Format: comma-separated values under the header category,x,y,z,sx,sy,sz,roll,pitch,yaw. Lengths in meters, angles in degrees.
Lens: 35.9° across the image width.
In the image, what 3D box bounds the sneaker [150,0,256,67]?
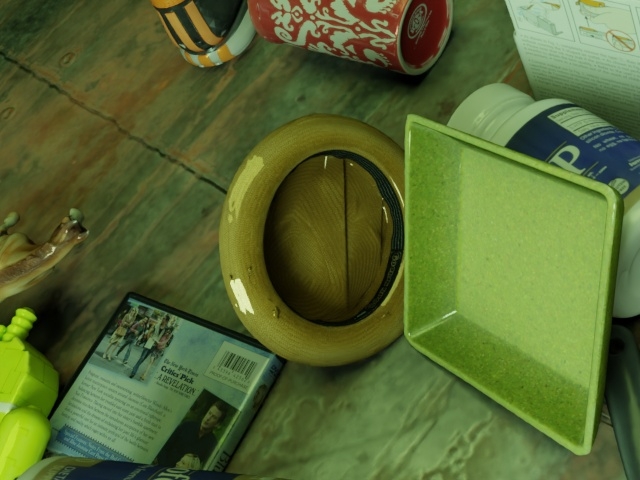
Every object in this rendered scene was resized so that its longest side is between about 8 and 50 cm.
category,x,y,z,sx,sy,sz,roll,pitch,yaw
sneaker,-0.116,-0.357,1.045,0.125,0.180,0.321,-8,55,21

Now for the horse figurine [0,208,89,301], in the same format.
category,x,y,z,sx,sy,sz,roll,pitch,yaw
horse figurine,-0.325,0.032,0.900,0.263,0.066,0.174,-23,22,-4

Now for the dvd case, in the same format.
category,x,y,z,sx,sy,sz,roll,pitch,yaw
dvd case,-0.159,0.171,0.804,0.180,0.022,0.253,16,67,35

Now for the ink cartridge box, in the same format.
category,x,y,z,sx,sy,sz,roll,pitch,yaw
ink cartridge box,0.256,-0.126,0.660,0.275,0.239,0.060,24,71,36

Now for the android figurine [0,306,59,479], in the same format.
category,x,y,z,sx,sy,sz,roll,pitch,yaw
android figurine,-0.324,0.178,0.846,0.248,0.056,0.272,0,57,36

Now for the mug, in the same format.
category,x,y,z,sx,sy,sz,roll,pitch,yaw
mug,0.032,-0.236,0.919,0.169,0.150,0.113,25,34,33

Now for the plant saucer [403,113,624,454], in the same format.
category,x,y,z,sx,sy,sz,roll,pitch,yaw
plant saucer,0.133,0.020,0.670,0.045,0.188,0.188,-18,29,-30

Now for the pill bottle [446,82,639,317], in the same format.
category,x,y,z,sx,sy,sz,roll,pitch,yaw
pill bottle,0.179,-0.039,0.721,0.112,0.112,0.187,-43,49,-6

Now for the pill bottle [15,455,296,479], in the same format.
category,x,y,z,sx,sy,sz,roll,pitch,yaw
pill bottle,-0.069,0.225,0.627,0.265,0.153,0.153,2,59,16

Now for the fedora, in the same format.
category,x,y,z,sx,sy,sz,roll,pitch,yaw
fedora,0.000,0.000,0.779,0.194,0.194,0.079,-52,16,-14

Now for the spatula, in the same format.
category,x,y,z,sx,sy,sz,roll,pitch,yaw
spatula,0.210,0.183,0.605,0.084,0.030,0.296,-17,52,18
